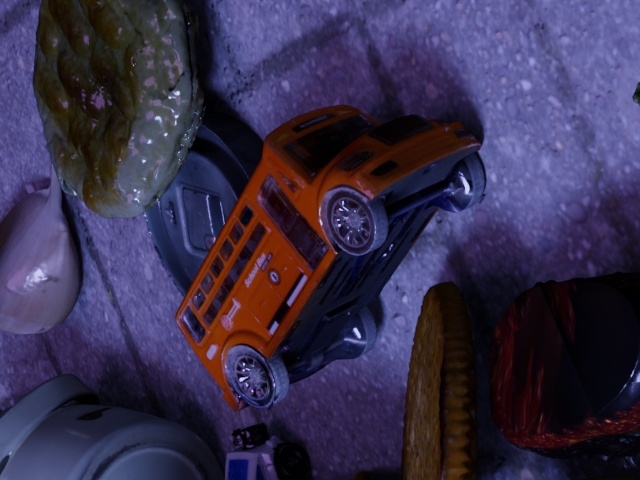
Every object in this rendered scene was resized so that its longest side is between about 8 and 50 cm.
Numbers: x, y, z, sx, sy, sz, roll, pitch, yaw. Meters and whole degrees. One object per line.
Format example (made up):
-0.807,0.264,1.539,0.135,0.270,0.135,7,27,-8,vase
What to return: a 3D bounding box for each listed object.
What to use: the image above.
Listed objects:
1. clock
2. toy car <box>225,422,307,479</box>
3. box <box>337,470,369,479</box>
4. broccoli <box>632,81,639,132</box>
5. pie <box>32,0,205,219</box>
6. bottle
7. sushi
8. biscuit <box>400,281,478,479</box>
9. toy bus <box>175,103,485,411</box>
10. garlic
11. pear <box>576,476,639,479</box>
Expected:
-0.099,-0.023,1.752,0.215,0.042,0.215,29,130,42,clock
-0.048,0.268,1.815,0.080,0.070,0.171,-9,101,55,toy car
-0.056,0.366,1.615,0.259,0.283,0.214,10,-122,-84,box
0.281,-0.145,1.053,0.254,0.186,0.302,26,134,56,broccoli
-0.206,-0.167,1.746,0.306,0.071,0.306,18,113,53,pie
-0.281,0.268,2.013,0.351,0.229,0.229,10,116,54,bottle
0.224,0.089,1.294,0.225,0.126,0.136,-26,61,61,sushi
0.097,0.183,1.464,0.305,0.038,0.305,-176,90,-87,biscuit
0.000,0.000,1.523,0.153,0.143,0.329,50,138,17,toy bus
-0.324,0.017,2.046,0.148,0.128,0.266,50,132,5,garlic
0.219,0.273,1.371,0.197,0.197,0.197,29,130,42,pear
